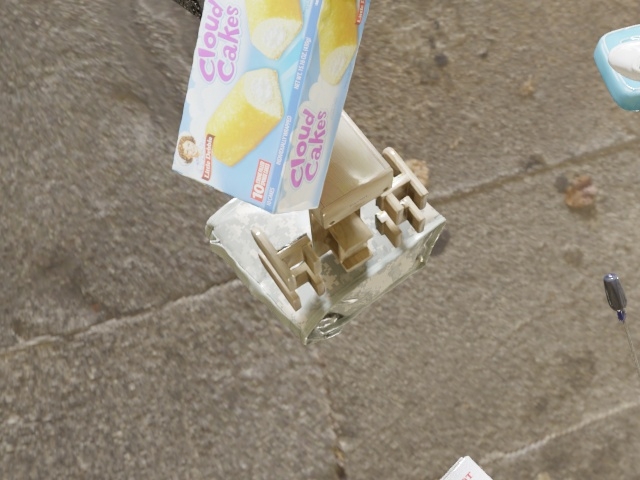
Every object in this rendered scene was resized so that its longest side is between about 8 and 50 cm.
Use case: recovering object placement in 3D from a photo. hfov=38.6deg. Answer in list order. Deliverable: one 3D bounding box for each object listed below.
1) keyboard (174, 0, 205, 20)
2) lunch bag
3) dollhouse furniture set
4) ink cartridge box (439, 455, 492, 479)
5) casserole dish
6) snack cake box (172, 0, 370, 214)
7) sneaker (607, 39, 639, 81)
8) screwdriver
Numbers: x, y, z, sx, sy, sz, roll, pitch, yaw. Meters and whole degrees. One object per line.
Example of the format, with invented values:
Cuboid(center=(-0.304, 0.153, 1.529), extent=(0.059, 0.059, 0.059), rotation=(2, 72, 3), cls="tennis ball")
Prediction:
Cuboid(center=(-0.250, -0.436, 1.536), extent=(0.023, 0.180, 0.108), rotation=(-37, 142, -18), cls="keyboard")
Cuboid(center=(0.000, 0.000, 1.361), extent=(0.287, 0.169, 0.235), rotation=(-34, 70, -25), cls="lunch bag")
Cuboid(center=(0.005, -0.064, 1.161), extent=(0.212, 0.161, 0.242), rotation=(-32, 158, -11), cls="dollhouse furniture set")
Cuboid(center=(0.238, 0.461, 1.376), extent=(0.160, 0.092, 0.219), rotation=(-41, 77, -19), cls="ink cartridge box")
Cuboid(center=(0.507, -0.282, 1.454), extent=(0.114, 0.188, 0.037), rotation=(-14, 141, 6), cls="casserole dish")
Cuboid(center=(-0.053, -0.177, 0.966), extent=(0.089, 0.152, 0.264), rotation=(-12, 120, -56), cls="snack cake box")
Cuboid(center=(0.424, -0.215, 1.126), extent=(0.061, 0.152, 0.053), rotation=(-6, 115, -52), cls="sneaker")
Cuboid(center=(0.402, 0.116, 1.211), extent=(0.024, 0.025, 0.170), rotation=(-35, 119, -27), cls="screwdriver")
